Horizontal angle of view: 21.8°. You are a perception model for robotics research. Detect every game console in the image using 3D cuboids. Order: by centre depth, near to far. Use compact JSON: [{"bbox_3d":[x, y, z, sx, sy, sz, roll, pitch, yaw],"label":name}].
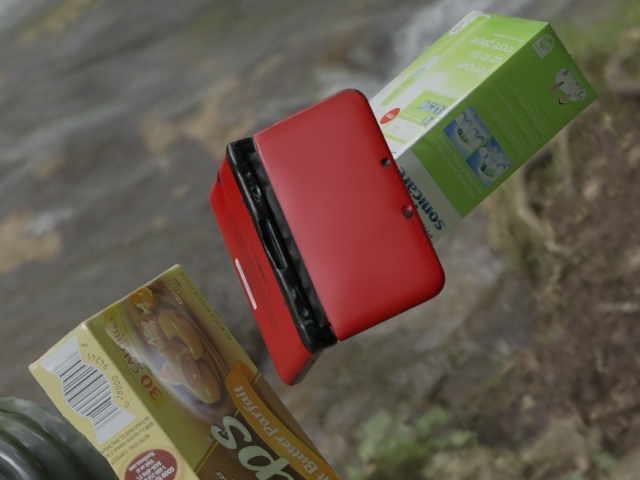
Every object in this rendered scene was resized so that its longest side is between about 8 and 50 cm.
[{"bbox_3d":[0.000,0.000,1.036,0.085,0.124,0.144,-16,72,-20],"label":"game console"}]

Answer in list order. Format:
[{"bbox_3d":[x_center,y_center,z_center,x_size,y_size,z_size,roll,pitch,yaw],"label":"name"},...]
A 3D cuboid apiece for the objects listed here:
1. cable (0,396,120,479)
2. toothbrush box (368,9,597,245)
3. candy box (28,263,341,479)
[{"bbox_3d":[-0.144,0.097,0.507,0.287,0.072,0.139,-39,73,38],"label":"cable"},{"bbox_3d":[0.156,-0.138,1.995,0.283,0.122,0.206,-43,23,-7],"label":"toothbrush box"},{"bbox_3d":[-0.103,0.191,1.511,0.087,0.316,0.183,-36,-1,29],"label":"candy box"}]
